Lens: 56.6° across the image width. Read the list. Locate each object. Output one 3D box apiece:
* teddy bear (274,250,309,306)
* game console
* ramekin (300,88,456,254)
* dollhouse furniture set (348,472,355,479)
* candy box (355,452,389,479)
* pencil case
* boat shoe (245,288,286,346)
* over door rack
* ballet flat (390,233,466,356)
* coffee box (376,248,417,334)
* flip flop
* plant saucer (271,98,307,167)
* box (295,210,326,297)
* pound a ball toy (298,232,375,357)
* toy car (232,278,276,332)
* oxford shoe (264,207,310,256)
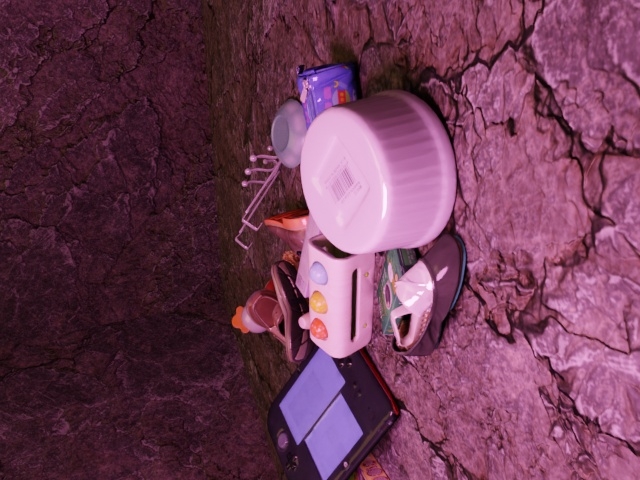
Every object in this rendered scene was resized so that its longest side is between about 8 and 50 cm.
[{"bbox_3d":[-0.022,0.160,1.723,0.338,0.113,0.245,19,124,62],"label":"teddy bear"},{"bbox_3d":[0.011,0.440,1.499,0.386,0.060,0.342,-56,33,18],"label":"game console"},{"bbox_3d":[0.083,-0.109,1.004,0.277,0.135,0.277,29,126,50],"label":"ramekin"},{"bbox_3d":[-0.002,0.613,1.709,0.301,0.151,0.198,-105,10,-55],"label":"dollhouse furniture set"},{"bbox_3d":[0.137,0.637,1.547,0.186,0.053,0.109,-144,46,-66],"label":"candy box"},{"bbox_3d":[0.027,-0.221,1.245,0.119,0.133,0.306,4,106,49],"label":"pencil case"},{"bbox_3d":[-0.108,0.259,1.871,0.116,0.123,0.324,25,166,45],"label":"boat shoe"},{"bbox_3d":[-0.199,-0.160,1.845,0.239,0.108,0.324,131,159,-70],"label":"over door rack"},{"bbox_3d":[0.174,0.111,1.020,0.095,0.096,0.280,-115,22,-46],"label":"ballet flat"},{"bbox_3d":[0.149,0.088,1.151,0.184,0.040,0.113,99,169,-46],"label":"coffee box"},{"bbox_3d":[-0.089,0.191,1.589,0.080,0.112,0.277,-25,74,33],"label":"flip flop"},{"bbox_3d":[-0.099,-0.302,1.680,0.195,0.037,0.195,11,103,58],"label":"plant saucer"},{"bbox_3d":[0.000,0.000,1.494,0.067,0.063,0.324,50,139,45],"label":"box"},{"bbox_3d":[0.009,0.132,1.414,0.208,0.135,0.319,33,133,42],"label":"pound a ball toy"},{"bbox_3d":[-0.196,0.238,2.073,0.219,0.238,0.210,109,146,-58],"label":"toy car"},{"bbox_3d":[-0.075,-0.016,1.722,0.363,0.130,0.133,-166,59,-73],"label":"oxford shoe"}]
